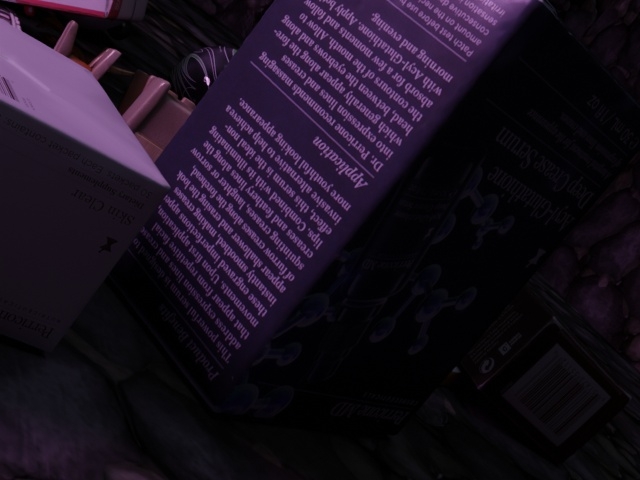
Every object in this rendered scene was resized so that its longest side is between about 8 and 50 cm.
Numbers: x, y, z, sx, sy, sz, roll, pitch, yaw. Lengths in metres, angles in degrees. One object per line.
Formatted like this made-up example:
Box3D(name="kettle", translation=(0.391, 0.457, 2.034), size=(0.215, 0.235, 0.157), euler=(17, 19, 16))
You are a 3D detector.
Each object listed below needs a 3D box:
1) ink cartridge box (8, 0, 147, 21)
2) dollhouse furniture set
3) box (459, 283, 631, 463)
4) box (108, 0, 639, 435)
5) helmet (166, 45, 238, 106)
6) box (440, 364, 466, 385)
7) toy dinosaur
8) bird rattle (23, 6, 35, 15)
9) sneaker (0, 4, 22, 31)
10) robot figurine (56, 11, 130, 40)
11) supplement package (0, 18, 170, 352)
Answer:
Box3D(name="ink cartridge box", translation=(-0.330, -0.347, 1.312), size=(0.207, 0.117, 0.283), euler=(9, 10, -3))
Box3D(name="dollhouse furniture set", translation=(-0.203, -0.115, 1.182), size=(0.262, 0.135, 0.259), euler=(34, 1, -21))
Box3D(name="box", translation=(0.257, 0.121, 1.485), size=(0.191, 0.143, 0.381), euler=(43, 6, -27))
Box3D(name="box", translation=(0.053, -0.048, 0.921), size=(0.212, 0.395, 0.293), euler=(47, 15, 33))
Box3D(name="helmet", translation=(-0.147, -0.198, 1.503), size=(0.161, 0.169, 0.169), euler=(58, 16, 12))
Box3D(name="box", translation=(0.125, 0.146, 1.317), size=(0.081, 0.028, 0.136), euler=(44, 15, 26))
Box3D(name="toy dinosaur", translation=(-0.330, -0.241, 1.401), size=(0.112, 0.064, 0.211), euler=(52, 23, 7))
Box3D(name="bird rattle", translation=(-0.481, -0.422, 1.476), size=(0.207, 0.143, 0.253), euler=(-68, 144, -54))
Box3D(name="sneaker", translation=(-0.377, -0.232, 1.169), size=(0.075, 0.063, 0.170), euler=(26, 17, -47))
Box3D(name="robot figurine", translation=(-0.388, -0.457, 1.743), size=(0.209, 0.173, 0.278), euler=(21, 19, -33))
Box3D(name="supplement package", translation=(-0.267, -0.075, 0.681), size=(0.262, 0.145, 0.204), euler=(28, 14, -39))
